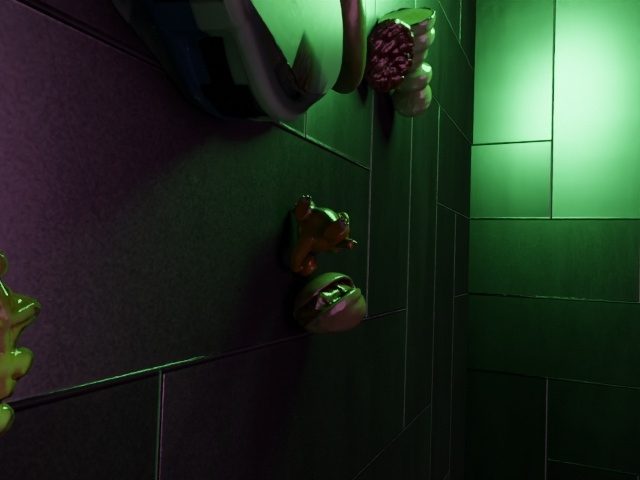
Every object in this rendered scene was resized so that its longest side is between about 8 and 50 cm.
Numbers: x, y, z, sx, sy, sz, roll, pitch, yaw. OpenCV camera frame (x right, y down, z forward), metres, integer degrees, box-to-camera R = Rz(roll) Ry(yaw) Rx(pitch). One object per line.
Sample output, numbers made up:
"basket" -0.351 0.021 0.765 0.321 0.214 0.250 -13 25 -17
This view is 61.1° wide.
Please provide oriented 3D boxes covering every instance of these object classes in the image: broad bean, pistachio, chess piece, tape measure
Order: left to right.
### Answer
"tape measure" -0.077 -0.272 0.643 0.262 0.138 0.259 62 39 -47
"pistachio" 0.014 0.106 0.905 0.149 0.113 0.113 -9 99 -50
"broad bean" 0.019 -0.349 0.840 0.189 0.121 0.263 66 4 39
"chess piece" 0.214 -0.411 1.291 0.133 0.133 0.243 -62 148 -45

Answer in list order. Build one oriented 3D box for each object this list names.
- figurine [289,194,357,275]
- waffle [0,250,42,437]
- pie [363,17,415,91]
"figurine" -0.001 0.003 0.892 0.122 0.121 0.176 -61 165 5
"waffle" -0.281 0.086 0.310 0.250 0.056 0.261 60 37 -48
"pie" 0.147 -0.394 1.159 0.154 0.036 0.155 -24 133 -28
